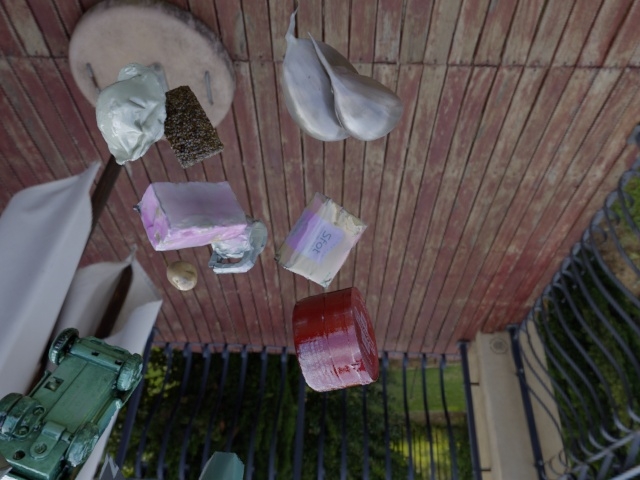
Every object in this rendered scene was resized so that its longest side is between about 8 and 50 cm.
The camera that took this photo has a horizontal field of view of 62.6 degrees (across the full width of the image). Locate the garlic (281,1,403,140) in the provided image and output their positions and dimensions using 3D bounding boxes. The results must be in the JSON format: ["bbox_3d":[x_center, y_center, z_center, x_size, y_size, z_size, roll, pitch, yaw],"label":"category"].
[{"bbox_3d":[0.054,-0.366,1.256,0.232,0.245,0.340,12,160,44],"label":"garlic"}]

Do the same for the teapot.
[{"bbox_3d":[-0.288,-0.001,1.822,0.178,0.221,0.163,7,131,26],"label":"teapot"}]

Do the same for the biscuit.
[{"bbox_3d":[-0.363,-0.311,1.414,0.131,0.230,0.025,-29,168,-15],"label":"biscuit"}]

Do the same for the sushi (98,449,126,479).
[{"bbox_3d":[-0.441,0.697,1.175,0.069,0.319,0.339,18,177,-38],"label":"sushi"}]

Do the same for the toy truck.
[{"bbox_3d":[-0.422,0.284,0.882,0.155,0.278,0.156,22,124,-1],"label":"toy truck"}]

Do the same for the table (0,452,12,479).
[{"bbox_3d":[-0.515,0.328,0.614,0.111,0.240,0.121,43,177,12],"label":"table"}]

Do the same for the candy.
[{"bbox_3d":[-0.337,-0.068,1.397,0.265,0.155,0.116,-8,153,-50],"label":"candy"}]

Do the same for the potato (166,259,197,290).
[{"bbox_3d":[-0.524,0.131,2.000,0.112,0.147,0.112,-24,134,-28],"label":"potato"}]

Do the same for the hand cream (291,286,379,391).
[{"bbox_3d":[0.032,0.192,1.026,0.126,0.193,0.193,-14,142,12],"label":"hand cream"}]

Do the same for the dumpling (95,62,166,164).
[{"bbox_3d":[-0.466,-0.319,1.327,0.193,0.257,0.147,6,-179,29],"label":"dumpling"}]

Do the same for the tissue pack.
[{"bbox_3d":[0.000,0.000,1.685,0.215,0.256,0.123,30,-179,-41],"label":"tissue pack"}]

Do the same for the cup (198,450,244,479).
[{"bbox_3d":[-0.276,0.682,1.398,0.148,0.235,0.134,-20,112,14],"label":"cup"}]
